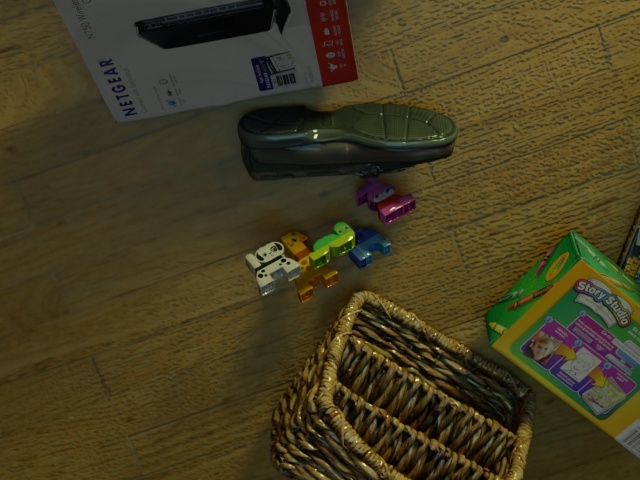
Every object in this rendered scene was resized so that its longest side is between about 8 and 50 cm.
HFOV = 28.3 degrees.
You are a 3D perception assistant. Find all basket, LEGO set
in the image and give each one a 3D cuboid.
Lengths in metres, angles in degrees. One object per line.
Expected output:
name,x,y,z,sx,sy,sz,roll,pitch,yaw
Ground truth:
basket,0.111,0.241,1.591,0.299,0.213,0.223,33,104,-10
LEGO set,0.000,0.000,1.583,0.227,0.093,0.087,-29,144,-19

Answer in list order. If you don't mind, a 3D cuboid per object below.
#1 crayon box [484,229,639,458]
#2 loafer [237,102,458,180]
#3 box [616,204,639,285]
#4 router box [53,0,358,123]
crayon box,0.367,0.137,1.612,0.278,0.081,0.165,37,112,-14
loafer,0.034,-0.115,1.558,0.267,0.096,0.084,2,127,6
box,0.434,0.023,1.625,0.093,0.027,0.137,16,106,-4
router box,-0.124,-0.268,1.392,0.301,0.335,0.082,-10,65,3
